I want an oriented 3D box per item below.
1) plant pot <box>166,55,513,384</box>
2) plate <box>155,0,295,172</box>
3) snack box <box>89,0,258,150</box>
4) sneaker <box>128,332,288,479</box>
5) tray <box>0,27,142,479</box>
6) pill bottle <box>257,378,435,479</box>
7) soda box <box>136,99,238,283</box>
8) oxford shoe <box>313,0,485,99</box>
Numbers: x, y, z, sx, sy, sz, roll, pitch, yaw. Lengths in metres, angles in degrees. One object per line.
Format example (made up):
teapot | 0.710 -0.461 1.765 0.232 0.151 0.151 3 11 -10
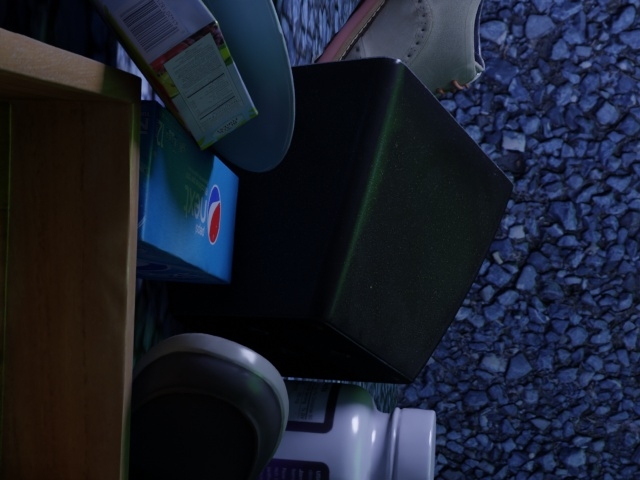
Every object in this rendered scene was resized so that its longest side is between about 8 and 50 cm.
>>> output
plant pot | 0.000 0.000 0.853 0.188 0.187 0.167 37 60 -49
plate | -0.075 -0.118 0.653 0.188 0.024 0.188 46 -28 34
snack box | -0.088 -0.117 0.563 0.141 0.037 0.100 54 -5 17
sneaker | -0.082 0.146 0.601 0.118 0.083 0.222 -73 -171 -45
tray | -0.146 0.033 0.358 0.411 0.076 0.203 -14 107 -83
pill bottle | -0.019 0.151 0.858 0.108 0.193 0.108 3 90 -82
soda box | -0.099 -0.021 0.688 0.210 0.067 0.071 44 50 -79
oxford shoe | 0.073 -0.162 1.187 0.397 0.146 0.140 -60 -178 24
